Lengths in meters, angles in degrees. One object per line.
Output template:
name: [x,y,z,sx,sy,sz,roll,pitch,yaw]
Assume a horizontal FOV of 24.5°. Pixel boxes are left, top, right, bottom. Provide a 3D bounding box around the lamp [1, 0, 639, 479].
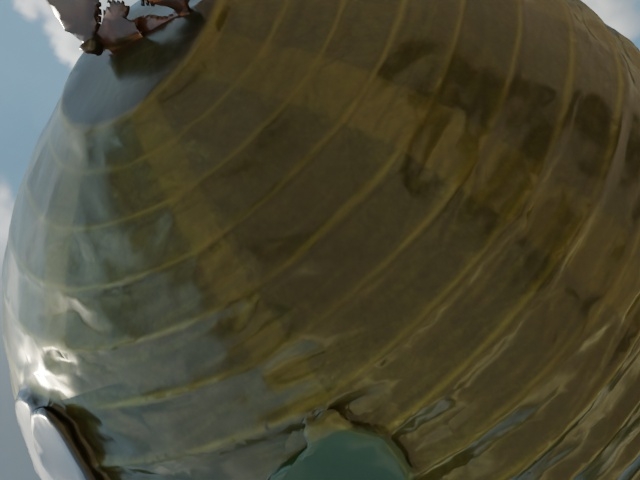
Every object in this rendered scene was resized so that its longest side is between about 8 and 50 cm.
lamp: [0.000,0.000,0.491,0.284,0.250,0.250,50,-156,-33]
